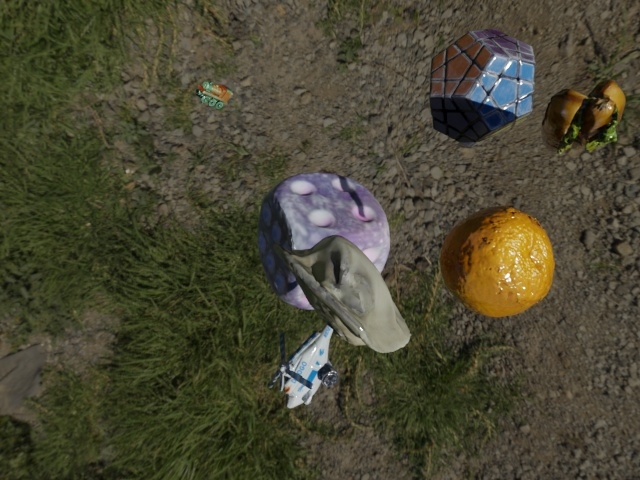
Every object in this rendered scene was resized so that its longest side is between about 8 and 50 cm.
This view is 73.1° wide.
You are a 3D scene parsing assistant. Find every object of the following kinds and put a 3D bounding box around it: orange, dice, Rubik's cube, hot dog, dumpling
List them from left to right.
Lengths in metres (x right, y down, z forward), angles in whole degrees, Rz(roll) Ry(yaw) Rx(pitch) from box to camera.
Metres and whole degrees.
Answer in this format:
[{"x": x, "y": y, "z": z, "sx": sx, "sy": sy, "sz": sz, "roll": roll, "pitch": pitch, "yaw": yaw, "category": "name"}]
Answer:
[{"x": 0.000, "y": 0.000, "z": 1.132, "sx": 0.271, "sy": 0.270, "sz": 0.270, "roll": -8, "pitch": 136, "yaw": -26, "category": "dice"}, {"x": 0.026, "y": 0.056, "z": 0.499, "sx": 0.092, "sy": 0.150, "sz": 0.176, "roll": -32, "pitch": 88, "yaw": 1, "category": "dumpling"}, {"x": 0.449, "y": -0.426, "z": 1.214, "sx": 0.319, "sy": 0.264, "sz": 0.319, "roll": -3, "pitch": 113, "yaw": -7, "category": "Rubik's cube"}, {"x": 0.534, "y": 0.067, "z": 1.339, "sx": 0.340, "sy": 0.293, "sz": 0.341, "roll": 5, "pitch": 78, "yaw": -25, "category": "orange"}, {"x": 0.508, "y": -0.224, "z": 0.846, "sx": 0.135, "sy": 0.337, "sz": 0.100, "roll": -4, "pitch": 90, "yaw": 25, "category": "hot dog"}]

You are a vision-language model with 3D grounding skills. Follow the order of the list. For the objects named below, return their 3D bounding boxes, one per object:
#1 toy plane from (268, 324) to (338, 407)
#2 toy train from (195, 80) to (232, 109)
[{"x": -0.007, "y": 0.212, "z": 0.866, "sx": 0.107, "sy": 0.182, "sz": 0.273, "roll": 28, "pitch": 80, "yaw": -26, "category": "toy plane"}, {"x": -0.299, "y": -0.410, "z": 1.204, "sx": 0.064, "sy": 0.103, "sz": 0.044, "roll": -44, "pitch": 70, "yaw": 22, "category": "toy train"}]
